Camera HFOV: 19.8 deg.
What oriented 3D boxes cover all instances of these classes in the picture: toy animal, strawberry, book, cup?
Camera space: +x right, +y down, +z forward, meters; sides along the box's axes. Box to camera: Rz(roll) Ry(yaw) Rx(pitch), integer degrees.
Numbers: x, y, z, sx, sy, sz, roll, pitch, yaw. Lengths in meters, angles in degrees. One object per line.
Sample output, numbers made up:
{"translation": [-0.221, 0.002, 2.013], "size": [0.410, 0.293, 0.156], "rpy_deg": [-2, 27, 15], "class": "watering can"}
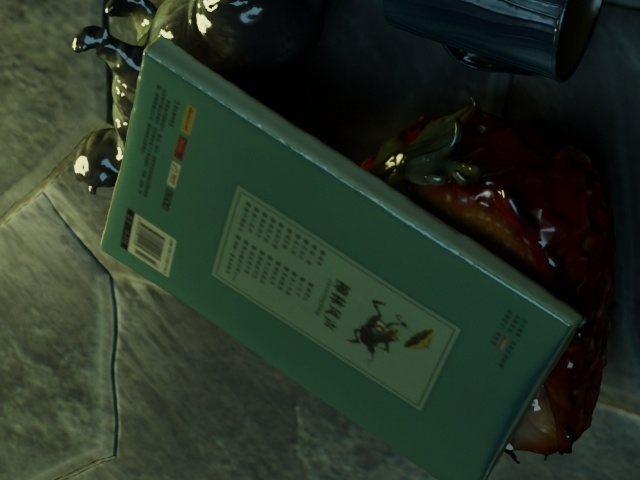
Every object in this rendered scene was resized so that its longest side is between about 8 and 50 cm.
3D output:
{"translation": [-0.117, -0.125, 1.482], "size": [0.168, 0.106, 0.343], "rpy_deg": [30, 134, -1], "class": "toy animal"}
{"translation": [0.148, 0.011, 1.408], "size": [0.280, 0.150, 0.253], "rpy_deg": [43, 145, -5], "class": "strawberry"}
{"translation": [0.001, 0.030, 1.410], "size": [0.379, 0.031, 0.264], "rpy_deg": [34, 143, 9], "class": "book"}
{"translation": [0.123, -0.173, 1.325], "size": [0.138, 0.113, 0.150], "rpy_deg": [19, 123, 18], "class": "cup"}
